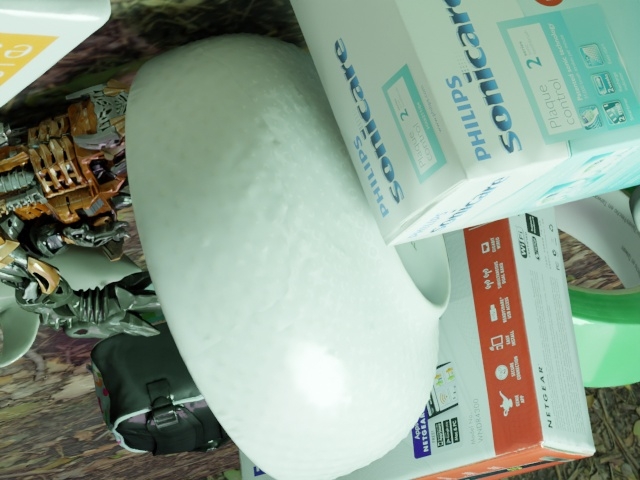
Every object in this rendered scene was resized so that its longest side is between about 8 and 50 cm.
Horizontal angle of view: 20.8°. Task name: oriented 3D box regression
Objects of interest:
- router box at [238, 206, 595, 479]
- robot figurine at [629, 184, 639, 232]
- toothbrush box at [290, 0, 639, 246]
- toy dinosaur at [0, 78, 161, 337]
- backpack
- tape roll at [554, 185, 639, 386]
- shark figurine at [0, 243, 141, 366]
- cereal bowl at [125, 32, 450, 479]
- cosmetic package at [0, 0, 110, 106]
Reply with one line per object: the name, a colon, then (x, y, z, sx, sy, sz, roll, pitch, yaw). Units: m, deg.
router box: (0.057, 0.049, 1.461, 0.301, 0.335, 0.082, -21, 157, 34)
robot figurine: (0.388, -0.119, 1.569, 0.300, 0.200, 0.353, -52, 177, 5)
toothbrush box: (0.151, -0.141, 1.196, 0.295, 0.216, 0.126, -13, 165, -28)
toy dinosaur: (-0.236, -0.024, 1.351, 0.322, 0.164, 0.218, -7, 160, 32)
backpack: (-0.141, 0.138, 1.913, 0.225, 0.191, 0.253, -16, 159, -6)
tape roll: (0.202, 0.003, 1.623, 0.321, 0.321, 0.077, -9, 133, -39)
shark figurine: (-0.314, 0.050, 1.496, 0.278, 0.166, 0.116, -35, 132, -22)
cereal bowl: (0.000, 0.000, 1.260, 0.141, 0.339, 0.339, -19, 167, 18)
cosmetic package: (-0.341, -0.077, 0.866, 0.230, 0.161, 0.453, -5, 160, -48)
